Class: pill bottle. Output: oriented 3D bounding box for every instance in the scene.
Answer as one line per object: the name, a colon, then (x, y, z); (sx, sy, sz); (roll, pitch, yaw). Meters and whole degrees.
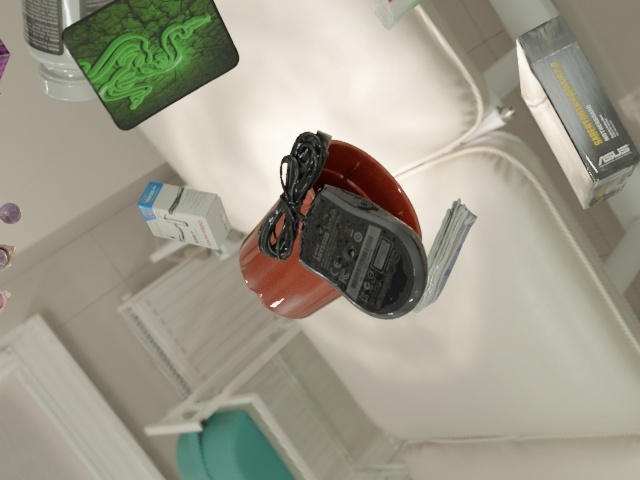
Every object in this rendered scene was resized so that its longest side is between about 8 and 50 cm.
pill bottle: (-0.477, -0.438, 1.421); (0.176, 0.176, 0.319); (30, 130, 24)

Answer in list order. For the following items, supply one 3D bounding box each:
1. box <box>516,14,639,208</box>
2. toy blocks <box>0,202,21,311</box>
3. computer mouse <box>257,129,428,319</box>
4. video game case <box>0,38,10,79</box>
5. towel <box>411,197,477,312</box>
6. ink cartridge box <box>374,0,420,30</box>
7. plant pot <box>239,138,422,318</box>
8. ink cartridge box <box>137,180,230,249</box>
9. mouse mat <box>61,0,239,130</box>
box: (0.304, -0.142, 0.893); (0.056, 0.231, 0.183); (-28, 78, 12)
toy blocks: (-0.873, 0.008, 1.760); (0.260, 0.288, 0.309); (-175, 95, -77)
computer mouse: (0.044, -0.005, 0.943); (0.272, 0.072, 0.189); (39, 116, 35)
video game case: (-0.659, -0.344, 1.349); (0.210, 0.042, 0.232); (55, 135, 7)
towel: (0.229, 0.032, 1.362); (0.034, 0.285, 0.209); (24, 94, 15)
ink cartridge box: (0.197, -0.491, 1.396); (0.056, 0.181, 0.224); (50, 179, -8)
plant pot: (0.000, 0.000, 1.386); (0.272, 0.272, 0.265); (49, 125, 1)
ink cartridge box: (-0.356, -0.065, 1.957); (0.203, 0.086, 0.148); (12, 148, 18)
mouse mat: (-0.208, -0.243, 0.940); (0.007, 0.189, 0.153); (48, 168, 51)
